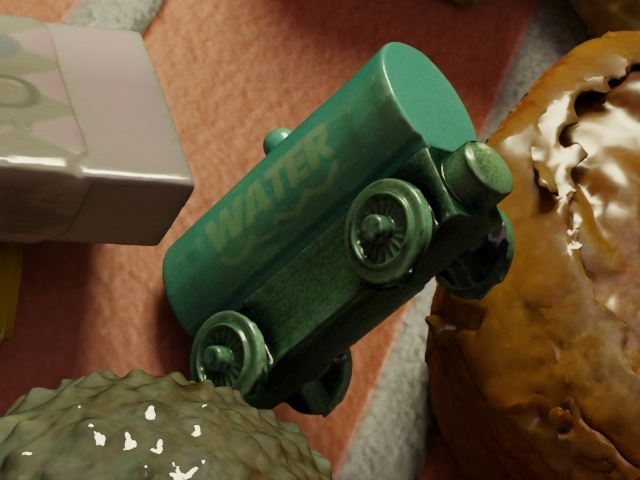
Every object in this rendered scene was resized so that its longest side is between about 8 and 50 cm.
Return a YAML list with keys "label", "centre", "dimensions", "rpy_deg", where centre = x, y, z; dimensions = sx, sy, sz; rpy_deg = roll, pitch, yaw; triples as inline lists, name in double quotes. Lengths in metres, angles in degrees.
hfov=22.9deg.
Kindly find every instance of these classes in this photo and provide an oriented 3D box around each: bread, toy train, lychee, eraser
- label: "bread"
  centre: [0.235, 0.042, 0.988]
  dimensions: [0.337, 0.204, 0.358]
  rpy_deg: [44, 60, 6]
- label: "toy train"
  centre: [0.000, 0.000, 0.902]
  dimensions: [0.101, 0.248, 0.159]
  rpy_deg: [12, 46, -45]
- label: "lychee"
  centre: [-0.081, 0.182, 0.759]
  dimensions: [0.255, 0.255, 0.274]
  rpy_deg: [43, 41, 3]
- label: "eraser"
  centre: [-0.283, -0.072, 0.857]
  dimensions: [0.397, 0.082, 0.213]
  rpy_deg: [3, 34, -22]

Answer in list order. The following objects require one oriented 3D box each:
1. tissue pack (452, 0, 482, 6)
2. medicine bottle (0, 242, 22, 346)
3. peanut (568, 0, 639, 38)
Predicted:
- label: "tissue pack"
  centre: [0.088, -0.347, 1.151]
  dimensions: [0.200, 0.167, 0.275]
  rpy_deg: [26, 56, -17]
- label: "medicine bottle"
  centre: [-0.297, 0.008, 0.868]
  dimensions: [0.260, 0.064, 0.095]
  rpy_deg: [9, 53, -17]
- label: "peanut"
  centre: [0.274, -0.177, 1.159]
  dimensions: [0.149, 0.149, 0.313]
  rpy_deg: [-32, 77, -32]
